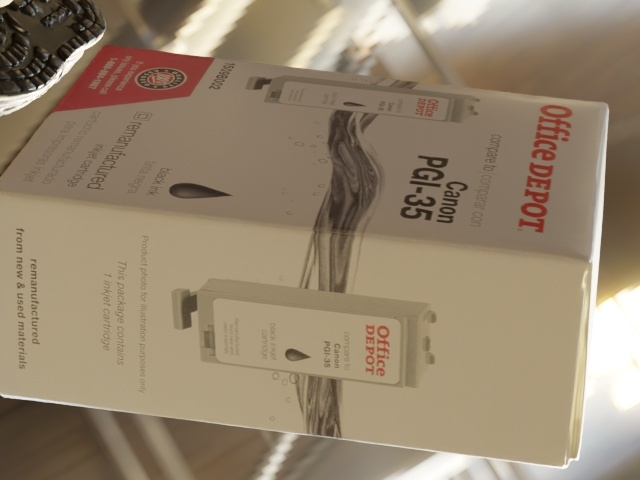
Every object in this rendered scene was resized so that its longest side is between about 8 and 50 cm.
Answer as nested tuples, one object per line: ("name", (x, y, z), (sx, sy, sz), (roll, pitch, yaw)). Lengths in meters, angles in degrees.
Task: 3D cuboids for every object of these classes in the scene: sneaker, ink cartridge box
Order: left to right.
("sneaker", (-0.299, -0.145, 1.752), (0.124, 0.107, 0.283), (-47, 176, 26))
("ink cartridge box", (0.000, 0.000, 0.977), (0.207, 0.283, 0.117), (-68, 163, -63))
